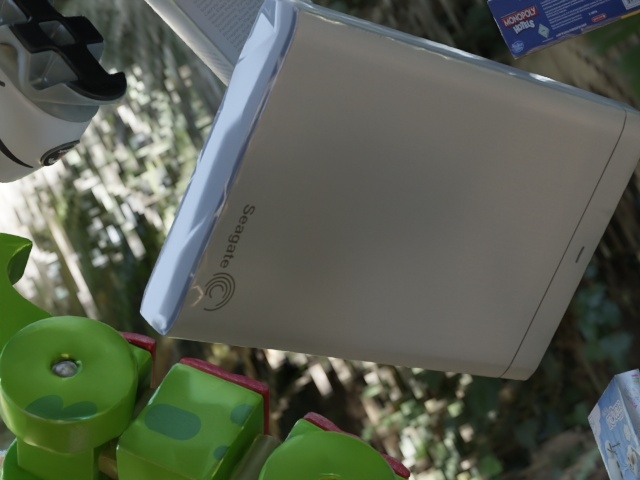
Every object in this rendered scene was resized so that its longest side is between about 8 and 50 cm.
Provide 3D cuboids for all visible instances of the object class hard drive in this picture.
[{"bbox_3d":[0.067,-0.022,1.059,0.353,0.047,0.233,11,-70,-39],"label":"hard drive"}]

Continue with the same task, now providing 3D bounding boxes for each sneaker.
[{"bbox_3d":[-0.294,-0.186,1.115,0.146,0.330,0.122,-43,-15,29],"label":"sneaker"}]

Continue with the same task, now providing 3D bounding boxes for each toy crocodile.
[{"bbox_3d":[-0.052,0.108,0.717,0.105,0.340,0.115,-54,-17,-40],"label":"toy crocodile"}]

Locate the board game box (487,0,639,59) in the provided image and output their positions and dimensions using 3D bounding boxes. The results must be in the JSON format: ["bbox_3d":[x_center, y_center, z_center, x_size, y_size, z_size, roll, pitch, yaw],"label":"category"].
[{"bbox_3d":[0.272,-0.233,1.239,0.194,0.060,0.194,-32,9,-31],"label":"board game box"}]

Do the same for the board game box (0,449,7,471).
[{"bbox_3d":[-0.245,0.262,1.024,0.142,0.144,0.275,-4,15,-4],"label":"board game box"}]

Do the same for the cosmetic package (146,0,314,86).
[{"bbox_3d":[-0.088,-0.202,1.144,0.085,0.231,0.117,-45,21,-6],"label":"cosmetic package"}]

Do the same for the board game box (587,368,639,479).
[{"bbox_3d":[0.210,0.143,0.997,0.020,0.090,0.090,-13,-24,-8],"label":"board game box"}]
